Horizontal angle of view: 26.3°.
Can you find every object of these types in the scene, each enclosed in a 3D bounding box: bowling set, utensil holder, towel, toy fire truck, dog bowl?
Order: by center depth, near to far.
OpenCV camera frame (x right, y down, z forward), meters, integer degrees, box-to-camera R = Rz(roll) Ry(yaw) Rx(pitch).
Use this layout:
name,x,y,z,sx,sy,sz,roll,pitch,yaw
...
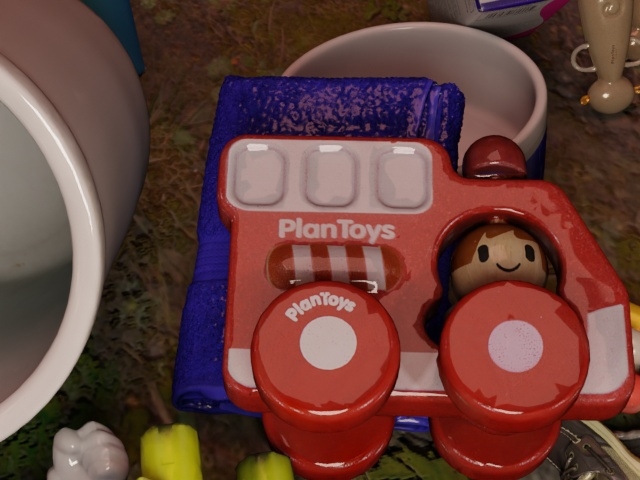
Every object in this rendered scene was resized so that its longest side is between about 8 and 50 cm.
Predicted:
name,x,y,z,sx,sy,sz,roll,pitch,yaw
toy fire truck,0.072,0.033,0.998,0.302,0.169,0.254,0,66,2
utensil holder,-0.304,-0.049,1.072,0.327,0.327,0.385,-5,17,3
towel,0.000,0.000,1.144,0.228,0.076,0.308,3,69,11
dog bowl,0.085,-0.100,1.326,0.265,0.104,0.265,-4,40,3
bowling set,0.394,-0.244,1.450,0.287,0.154,0.200,-7,21,2

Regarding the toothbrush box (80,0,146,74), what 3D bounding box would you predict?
name,x,y,z,sx,sy,sz,roll,pitch,yaw
toothbrush box,-0.338,-0.207,1.432,0.126,0.216,0.295,19,47,28

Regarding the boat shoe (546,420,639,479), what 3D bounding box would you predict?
name,x,y,z,sx,sy,sz,roll,pitch,yaw
boat shoe,0.205,0.174,1.021,0.049,0.056,0.152,-29,44,-31

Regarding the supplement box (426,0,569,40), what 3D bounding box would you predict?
name,x,y,z,sx,sy,sz,roll,pitch,yaw
supplement box,0.183,-0.276,1.429,0.111,0.114,0.220,-13,-4,-7

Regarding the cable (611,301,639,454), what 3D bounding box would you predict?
name,x,y,z,sx,sy,sz,roll,pitch,yaw
cable,0.308,0.114,1.064,0.287,0.072,0.139,8,48,17

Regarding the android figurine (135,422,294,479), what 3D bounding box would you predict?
name,x,y,z,sx,sy,sz,roll,pitch,yaw
android figurine,-0.051,0.249,0.869,0.248,0.056,0.273,25,39,-34

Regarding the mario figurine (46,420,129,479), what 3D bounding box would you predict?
name,x,y,z,sx,sy,sz,roll,pitch,yaw
mario figurine,-0.222,0.221,0.935,0.320,0.170,0.198,4,6,2
